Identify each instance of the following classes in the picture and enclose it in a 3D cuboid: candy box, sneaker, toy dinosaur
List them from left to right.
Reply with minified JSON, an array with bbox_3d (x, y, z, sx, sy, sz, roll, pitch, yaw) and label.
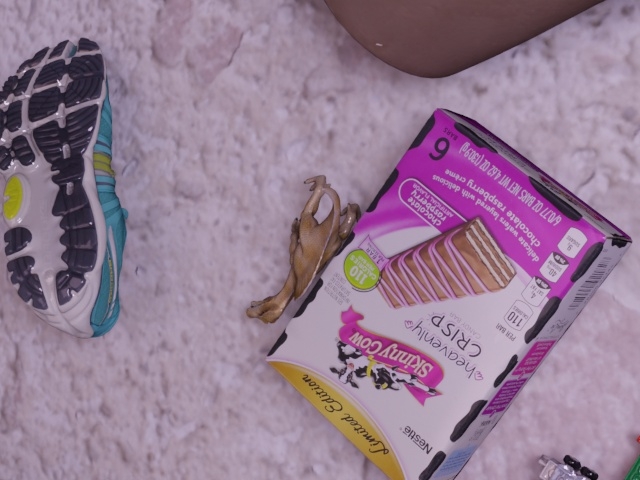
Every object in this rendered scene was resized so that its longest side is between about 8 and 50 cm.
[{"bbox_3d":[-0.215,-0.046,1.089,0.107,0.110,0.275,-11,63,12],"label":"sneaker"},{"bbox_3d":[0.000,0.000,0.964,0.053,0.093,0.183,24,139,-7],"label":"toy dinosaur"},{"bbox_3d":[0.087,0.045,0.930,0.159,0.071,0.233,40,107,25],"label":"candy box"}]

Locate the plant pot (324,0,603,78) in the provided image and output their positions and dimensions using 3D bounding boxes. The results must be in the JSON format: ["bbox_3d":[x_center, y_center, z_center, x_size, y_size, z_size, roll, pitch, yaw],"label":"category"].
[{"bbox_3d":[0.115,-0.232,0.855,0.229,0.263,0.263,-40,68,42],"label":"plant pot"}]

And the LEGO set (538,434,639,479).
[{"bbox_3d":[0.249,0.215,0.856,0.182,0.060,0.244,-12,82,16],"label":"LEGO set"}]
